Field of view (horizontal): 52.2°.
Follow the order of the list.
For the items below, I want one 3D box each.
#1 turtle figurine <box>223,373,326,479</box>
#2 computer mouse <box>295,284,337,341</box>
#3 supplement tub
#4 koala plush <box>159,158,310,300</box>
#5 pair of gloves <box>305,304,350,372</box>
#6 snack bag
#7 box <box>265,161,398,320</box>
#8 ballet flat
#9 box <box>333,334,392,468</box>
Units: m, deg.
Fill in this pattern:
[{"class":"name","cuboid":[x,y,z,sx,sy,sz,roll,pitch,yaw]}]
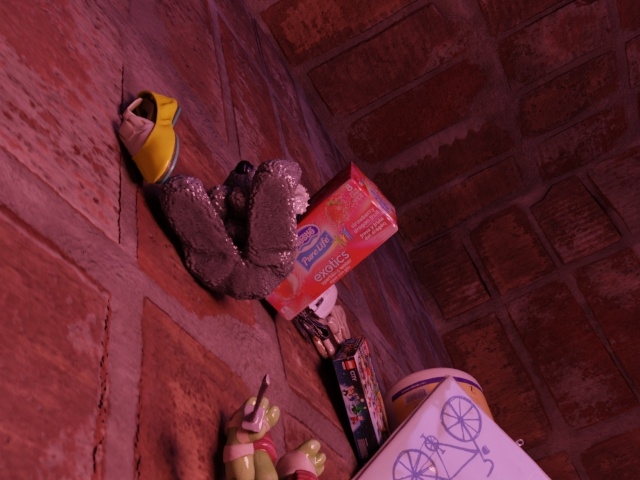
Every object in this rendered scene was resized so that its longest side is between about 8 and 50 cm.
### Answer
[{"class":"turtle figurine","cuboid":[-0.009,0.242,0.681,0.266,0.198,0.274,-139,-119,-76]},{"class":"computer mouse","cuboid":[-0.004,0.117,1.297,0.106,0.042,0.193,46,27,-9]},{"class":"supplement tub","cuboid":[0.269,0.462,1.363,0.241,0.241,0.331,53,16,-40]},{"class":"koala plush","cuboid":[-0.112,-0.039,0.989,0.221,0.196,0.203,-89,169,-67]},{"class":"pair of gloves","cuboid":[0.027,0.192,1.395,0.204,0.042,0.240,67,12,20]},{"class":"snack bag","cuboid":[0.265,0.454,1.164,0.342,0.037,0.323,45,52,10]},{"class":"box","cuboid":[0.000,0.000,1.132,0.122,0.257,0.128,46,16,-12]},{"class":"ballet flat","cuboid":[-0.247,-0.156,0.934,0.077,0.077,0.231,32,23,-26]},{"class":"box","cuboid":[0.087,0.317,1.269,0.159,0.044,0.232,-30,104,-77]}]
